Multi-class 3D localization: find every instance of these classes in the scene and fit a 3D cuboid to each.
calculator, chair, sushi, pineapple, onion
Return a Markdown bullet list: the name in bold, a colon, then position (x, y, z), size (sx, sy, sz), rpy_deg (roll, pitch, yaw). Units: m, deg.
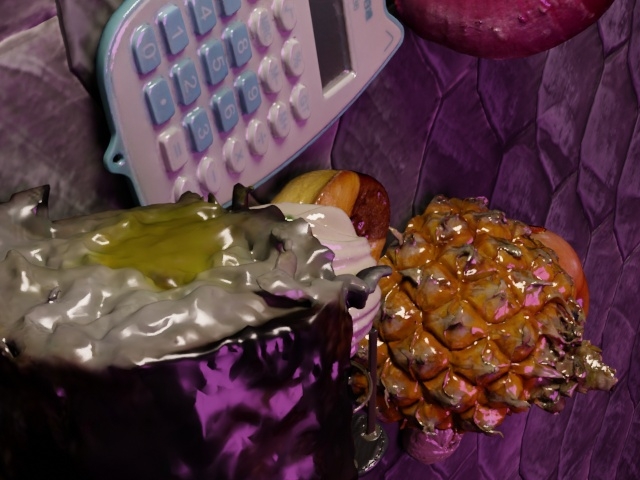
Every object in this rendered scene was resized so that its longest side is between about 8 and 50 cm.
- **calculator**: position (-0.059, -0.172, 1.054), size (0.386, 0.054, 0.256), rpy_deg (-45, 142, -34)
- **chair**: position (0.022, 0.194, 1.332), size (0.221, 0.104, 0.095), rpy_deg (76, 17, -49)
- **sushi**: position (-0.117, 0.128, 0.875), size (0.281, 0.299, 0.294), rpy_deg (-20, 121, -41)
- **pineapple**: position (0.213, 0.077, 1.406), size (0.344, 0.286, 0.209), rpy_deg (-58, 147, -23)
- **onion**: position (0.211, -0.312, 1.222), size (0.272, 0.230, 0.256), rpy_deg (-63, 161, -51)

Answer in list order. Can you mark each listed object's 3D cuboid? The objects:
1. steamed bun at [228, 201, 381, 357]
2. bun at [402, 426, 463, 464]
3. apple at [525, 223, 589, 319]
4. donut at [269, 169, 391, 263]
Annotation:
- **steamed bun**: position (-0.035, 0.048, 1.078), size (0.106, 0.183, 0.183), rpy_deg (8, 101, -90)
- **bun**: position (0.163, 0.255, 1.637), size (0.115, 0.069, 0.115), rpy_deg (-36, 135, -47)
- **apple**: position (0.285, 0.079, 1.641), size (0.209, 0.164, 0.209), rpy_deg (-38, 137, -47)
- **donut**: position (0.000, 0.000, 1.225), size (0.184, 0.073, 0.166), rpy_deg (-17, 120, -55)
